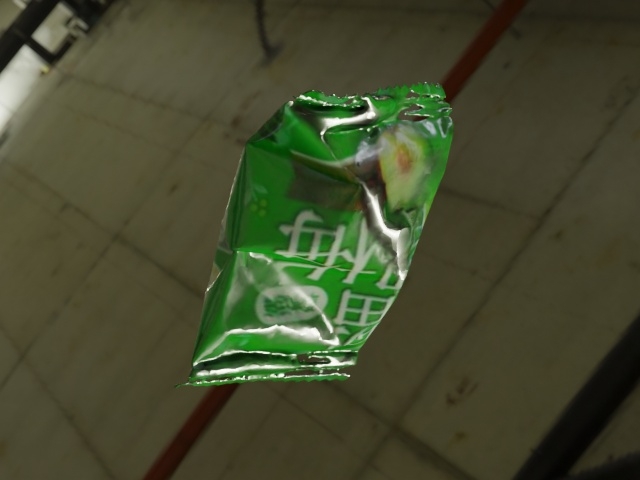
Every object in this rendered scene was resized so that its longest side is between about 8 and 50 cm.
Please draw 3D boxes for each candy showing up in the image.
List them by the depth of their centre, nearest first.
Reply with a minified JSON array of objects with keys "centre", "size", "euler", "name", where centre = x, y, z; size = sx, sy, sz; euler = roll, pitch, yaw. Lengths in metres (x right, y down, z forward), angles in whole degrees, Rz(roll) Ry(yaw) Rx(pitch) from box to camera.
[{"centre":[-0.001,-0.002,0.722],"size":[0.078,0.141,0.203],"euler":[46,-60,48],"name":"candy"}]
